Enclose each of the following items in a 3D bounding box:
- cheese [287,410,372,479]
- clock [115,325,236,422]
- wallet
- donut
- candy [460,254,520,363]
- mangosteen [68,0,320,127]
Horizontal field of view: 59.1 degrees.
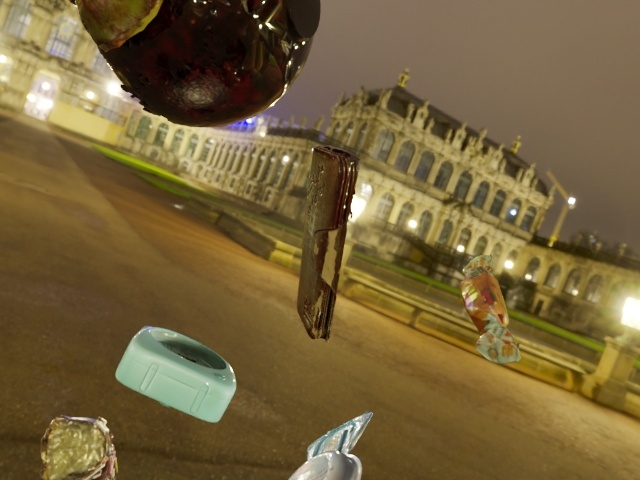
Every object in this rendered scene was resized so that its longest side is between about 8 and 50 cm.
[{"bbox_3d":[0.003,0.307,0.724,0.052,0.135,0.244,56,19,-4],"label":"cheese"},{"bbox_3d":[-0.291,0.265,1.172,0.224,0.094,0.274,28,-4,-9],"label":"clock"},{"bbox_3d":[0.000,0.000,0.703,0.031,0.232,0.122,4,15,-17],"label":"wallet"},{"bbox_3d":[-0.478,0.542,1.135,0.136,0.345,0.259,-3,-34,-13],"label":"donut"},{"bbox_3d":[0.208,0.079,0.717,0.046,0.053,0.182,42,28,-28],"label":"candy"},{"bbox_3d":[-0.188,-0.374,0.875,0.381,0.380,0.421,22,-6,16],"label":"mangosteen"}]
